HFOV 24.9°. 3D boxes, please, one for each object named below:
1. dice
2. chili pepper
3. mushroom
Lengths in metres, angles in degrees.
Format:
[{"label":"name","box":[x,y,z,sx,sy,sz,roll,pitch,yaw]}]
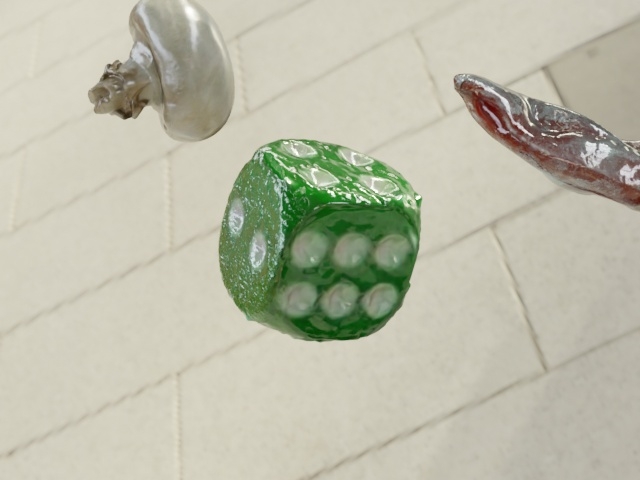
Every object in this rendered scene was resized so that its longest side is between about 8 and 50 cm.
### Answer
[{"label":"dice","box":[0.000,0.000,1.144,0.128,0.131,0.120,6,23,-27]},{"label":"chili pepper","box":[0.134,-0.048,0.771,0.050,0.153,0.041,-155,85,-80]},{"label":"mushroom","box":[-0.089,-0.091,0.792,0.079,0.085,0.085,-19,30,-7]}]
